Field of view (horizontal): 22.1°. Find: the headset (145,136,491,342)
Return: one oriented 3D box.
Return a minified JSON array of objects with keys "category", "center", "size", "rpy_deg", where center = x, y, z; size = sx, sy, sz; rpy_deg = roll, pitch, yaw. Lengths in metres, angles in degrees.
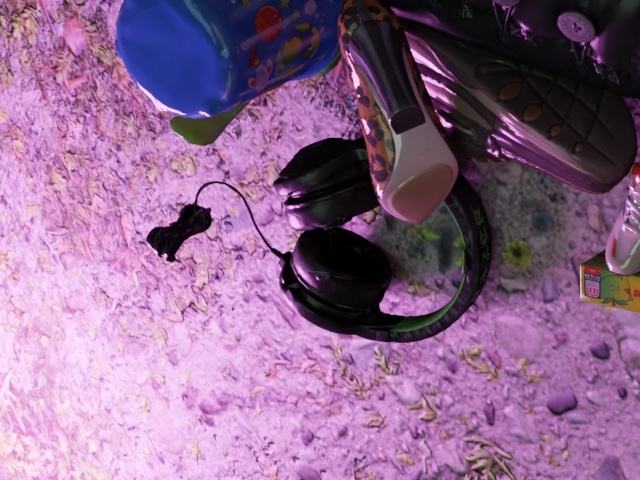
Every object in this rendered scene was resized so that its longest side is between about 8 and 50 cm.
[{"category":"headset","center":[0.000,0.000,1.933],"size":[0.394,0.185,0.243],"rpy_deg":[9,114,26]}]

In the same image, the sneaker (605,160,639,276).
[{"category":"sneaker","center":[0.325,-0.044,1.657],"size":[0.057,0.075,0.161],"rpy_deg":[31,91,41]}]

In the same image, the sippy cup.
[{"category":"sippy cup","center":[-0.106,-0.253,1.862],"size":[0.240,0.224,0.305],"rpy_deg":[2,120,37]}]

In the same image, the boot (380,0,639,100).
[{"category":"boot","center":[0.258,-0.299,1.558],"size":[0.445,0.146,0.367],"rpy_deg":[31,137,24]}]

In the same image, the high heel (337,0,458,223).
[{"category":"high heel","center":[0.077,-0.143,1.769],"size":[0.261,0.093,0.186],"rpy_deg":[76,175,-59]}]

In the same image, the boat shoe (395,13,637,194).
[{"category":"boat shoe","center":[0.193,-0.154,1.755],"size":[0.355,0.132,0.130],"rpy_deg":[43,149,30]}]

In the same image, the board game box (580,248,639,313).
[{"category":"board game box","center":[0.370,0.045,1.693],"size":[0.181,0.092,0.043],"rpy_deg":[13,116,37]}]
